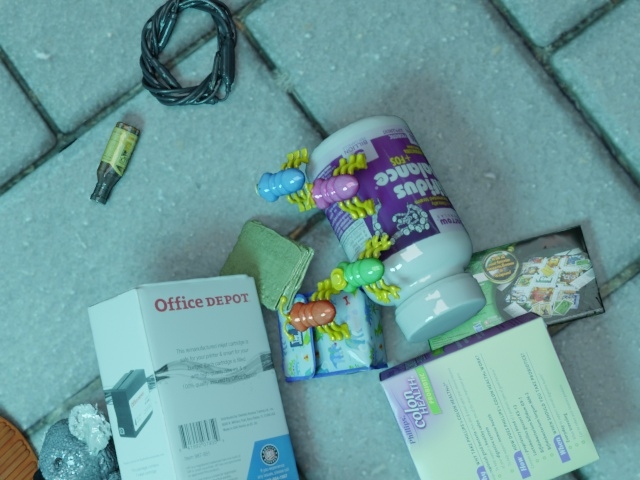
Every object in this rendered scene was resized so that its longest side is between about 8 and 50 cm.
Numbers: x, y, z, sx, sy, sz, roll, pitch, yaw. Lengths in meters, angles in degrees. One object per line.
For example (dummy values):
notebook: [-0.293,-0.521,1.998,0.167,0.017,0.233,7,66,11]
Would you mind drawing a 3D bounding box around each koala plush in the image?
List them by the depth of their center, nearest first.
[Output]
koala plush: [-0.328,0.349,1.791,0.203,0.196,0.221,-16,73,-33]

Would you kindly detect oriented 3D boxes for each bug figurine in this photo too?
bug figurine: [0.000,0.000,1.721,0.216,0.072,0.279,-20,81,46]

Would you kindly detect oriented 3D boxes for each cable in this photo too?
cable: [-0.205,-0.296,1.932,0.151,0.047,0.184,-3,85,10]

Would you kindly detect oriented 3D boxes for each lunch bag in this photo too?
lunch bag: [0.009,0.136,1.831,0.151,0.096,0.128,-10,83,23]

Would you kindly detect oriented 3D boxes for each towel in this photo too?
towel: [-0.080,0.037,1.851,0.148,0.027,0.110,25,87,39]

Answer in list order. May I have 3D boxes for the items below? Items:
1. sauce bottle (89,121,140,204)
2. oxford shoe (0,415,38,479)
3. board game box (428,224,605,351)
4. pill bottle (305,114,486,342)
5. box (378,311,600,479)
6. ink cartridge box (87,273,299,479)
sauce bottle: [-0.316,-0.117,1.917,0.042,0.042,0.128,21,88,8]
oxford shoe: [-0.544,0.315,1.863,0.363,0.130,0.133,46,122,2]
board game box: [0.272,0.075,1.843,0.260,0.030,0.136,-14,84,3]
pill bottle: [0.112,-0.014,1.777,0.169,0.169,0.301,-28,72,1]
box: [0.233,0.245,1.765,0.243,0.117,0.213,-23,90,2]
ink cartridge box: [-0.178,0.216,1.759,0.129,0.223,0.307,-21,79,42]
